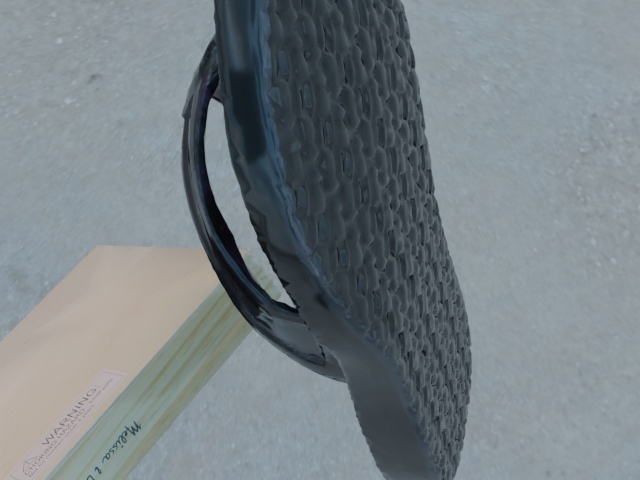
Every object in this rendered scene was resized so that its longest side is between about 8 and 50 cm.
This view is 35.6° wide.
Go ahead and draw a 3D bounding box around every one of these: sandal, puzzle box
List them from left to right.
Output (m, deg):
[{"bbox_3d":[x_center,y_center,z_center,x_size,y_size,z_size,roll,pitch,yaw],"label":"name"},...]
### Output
[{"bbox_3d":[-0.240,0.160,0.778,0.409,0.272,0.052,-49,119,-25],"label":"puzzle box"},{"bbox_3d":[0.000,0.003,0.545,0.107,0.167,0.445,2,139,20],"label":"sandal"}]
